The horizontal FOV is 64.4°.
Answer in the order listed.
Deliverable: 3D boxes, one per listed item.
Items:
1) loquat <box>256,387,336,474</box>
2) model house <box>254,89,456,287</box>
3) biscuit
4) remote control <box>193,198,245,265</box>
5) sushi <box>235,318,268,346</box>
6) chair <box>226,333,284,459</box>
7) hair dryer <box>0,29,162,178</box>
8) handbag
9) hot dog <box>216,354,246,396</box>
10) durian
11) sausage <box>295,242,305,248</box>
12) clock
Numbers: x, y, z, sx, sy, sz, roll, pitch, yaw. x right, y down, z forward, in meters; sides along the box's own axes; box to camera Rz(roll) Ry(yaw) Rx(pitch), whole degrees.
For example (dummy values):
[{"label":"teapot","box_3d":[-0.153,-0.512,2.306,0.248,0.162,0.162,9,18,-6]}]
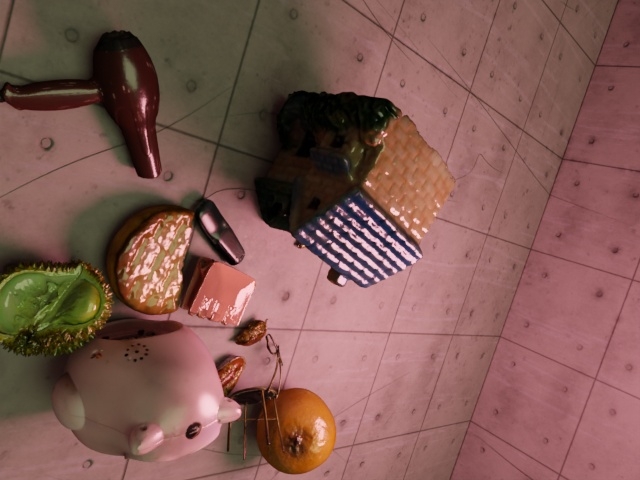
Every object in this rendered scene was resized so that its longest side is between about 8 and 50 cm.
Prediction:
[{"label":"loquat","box_3d":[-0.081,0.610,1.637,0.263,0.263,0.263,-17,117,-38]},{"label":"model house","box_3d":[0.028,-0.118,1.318,0.395,0.445,0.400,34,82,-46]},{"label":"biscuit","box_3d":[-0.407,0.041,1.224,0.213,0.091,0.274,12,99,-48]},{"label":"remote control","box_3d":[-0.267,-0.017,1.360,0.072,0.042,0.222,-58,139,-31]},{"label":"sushi","box_3d":[-0.202,0.276,1.526,0.118,0.061,0.060,-50,157,-25]},{"label":"chair","box_3d":[-0.192,0.468,1.528,0.170,0.325,0.160,-15,147,9]},{"label":"hair dryer","box_3d":[-0.498,-0.255,1.041,0.340,0.123,0.312,-15,127,-27]},{"label":"handbag","box_3d":[-0.273,0.143,1.369,0.212,0.059,0.157,35,74,-58]},{"label":"hot dog","box_3d":[-0.292,0.418,1.502,0.192,0.053,0.099,-45,139,-19]},{"label":"durian","box_3d":[-0.556,0.139,1.050,0.237,0.176,0.200,-11,69,-27]},{"label":"sausage","box_3d":[0.000,0.000,1.634,0.198,0.025,0.028,-12,111,-39]},{"label":"clock","box_3d":[-0.388,0.326,1.152,0.368,0.377,0.250,-4,104,-46]}]
